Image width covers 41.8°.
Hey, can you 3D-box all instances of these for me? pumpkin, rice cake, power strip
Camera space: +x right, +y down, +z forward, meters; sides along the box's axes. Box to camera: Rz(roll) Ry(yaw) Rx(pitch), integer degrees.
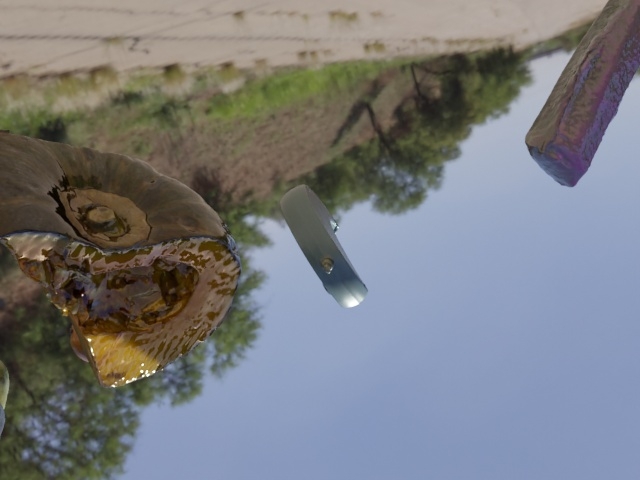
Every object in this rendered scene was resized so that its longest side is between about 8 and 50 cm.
[{"bbox_3d":[-0.209,0.026,0.732,0.280,0.139,0.190,6,127,-50],"label":"pumpkin"},{"bbox_3d":[0.190,-0.114,0.559,0.207,0.047,0.036,-52,-167,-30],"label":"rice cake"},{"bbox_3d":[0.000,0.000,1.329,0.054,0.168,0.253,-34,-149,8],"label":"power strip"}]

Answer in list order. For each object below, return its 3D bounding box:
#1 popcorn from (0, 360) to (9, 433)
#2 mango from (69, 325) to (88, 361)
[{"bbox_3d":[-0.477,0.196,0.905,0.235,0.250,0.242,-55,-154,1],"label":"popcorn"},{"bbox_3d":[-0.325,0.139,1.354,0.159,0.105,0.084,-13,-157,-31],"label":"mango"}]
